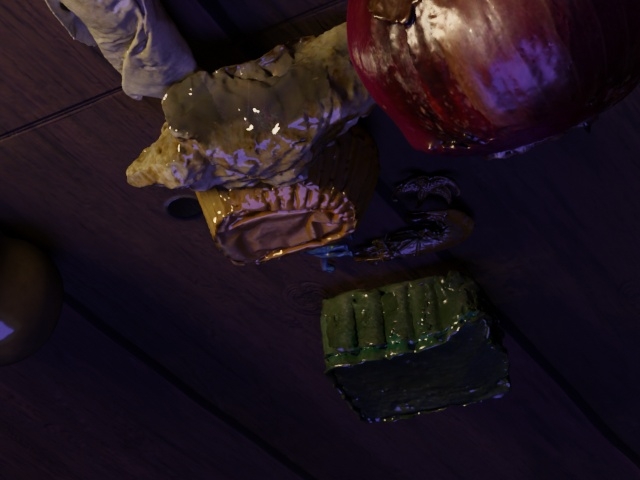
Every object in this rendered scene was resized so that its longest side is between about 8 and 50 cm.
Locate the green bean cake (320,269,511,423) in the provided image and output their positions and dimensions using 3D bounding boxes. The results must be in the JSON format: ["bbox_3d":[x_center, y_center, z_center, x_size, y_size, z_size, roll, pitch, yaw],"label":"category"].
[{"bbox_3d":[0.140,0.154,2.455,0.255,0.132,0.241,-15,145,13],"label":"green bean cake"}]

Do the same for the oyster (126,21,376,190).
[{"bbox_3d":[-0.076,-0.142,1.942,0.341,0.166,0.110,-13,172,11],"label":"oyster"}]

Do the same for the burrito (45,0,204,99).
[{"bbox_3d":[-0.242,-0.270,1.817,0.117,0.076,0.392,-15,147,14],"label":"burrito"}]

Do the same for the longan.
[{"bbox_3d":[-0.434,0.068,2.250,0.185,0.159,0.204,-22,107,-1],"label":"longan"}]

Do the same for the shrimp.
[{"bbox_3d":[0.118,-0.006,2.281,0.178,0.034,0.124,-11,158,13],"label":"shrimp"}]

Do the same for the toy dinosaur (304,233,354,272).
[{"bbox_3d":[0.000,0.000,2.282,0.080,0.045,0.197,-7,153,14],"label":"toy dinosaur"}]

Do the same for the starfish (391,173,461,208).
[{"bbox_3d":[0.141,-0.064,2.217,0.091,0.028,0.078,22,145,-37],"label":"starfish"}]

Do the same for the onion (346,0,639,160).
[{"bbox_3d":[0.167,-0.283,1.687,0.348,0.348,0.385,-17,106,19],"label":"onion"}]

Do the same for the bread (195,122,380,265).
[{"bbox_3d":[-0.040,-0.071,2.087,0.240,0.139,0.240,-6,147,-4],"label":"bread"}]
